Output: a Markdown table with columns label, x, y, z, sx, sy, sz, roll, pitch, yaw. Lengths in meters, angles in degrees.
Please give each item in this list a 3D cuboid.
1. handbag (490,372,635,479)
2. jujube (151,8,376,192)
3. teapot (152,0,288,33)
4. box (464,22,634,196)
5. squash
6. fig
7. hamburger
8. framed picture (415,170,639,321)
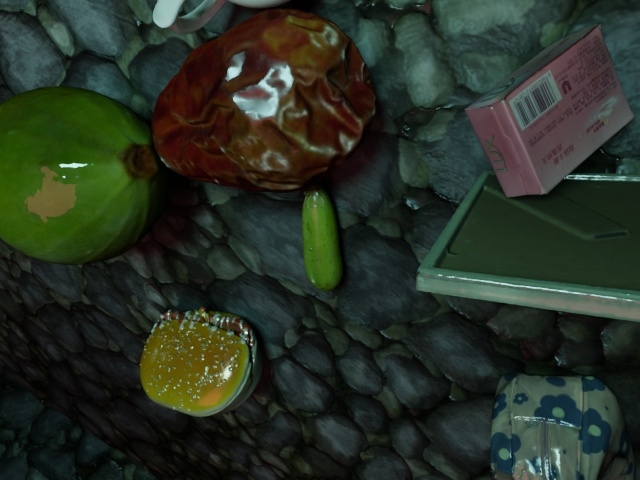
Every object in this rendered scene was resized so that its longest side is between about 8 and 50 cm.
| label | x | y | z | sx | sy | sz | roll | pitch | yaw |
| --- | --- | --- | --- | --- | --- | --- | --- | --- | --- |
| handbag | 0.380 | 0.358 | 0.707 | 0.190 | 0.193 | 0.251 | -10 | 117 | 40 |
| jujube | -0.099 | -0.172 | 0.606 | 0.342 | 0.216 | 0.216 | -1 | 123 | 45 |
| teapot | -0.084 | -0.353 | 0.486 | 0.204 | 0.139 | 0.298 | 38 | 131 | -1 |
| box | 0.236 | -0.130 | 0.463 | 0.111 | 0.156 | 0.060 | 58 | 167 | -15 |
| squash | 0.000 | 0.000 | 0.750 | 0.066 | 0.066 | 0.201 | 9 | 126 | 25 |
| fig | -0.376 | -0.104 | 0.731 | 0.316 | 0.316 | 0.316 | 16 | 129 | 20 |
| hamburger | -0.270 | 0.264 | 1.000 | 0.295 | 0.227 | 0.151 | 3 | 147 | 25 |
| framed picture | 0.247 | -0.017 | 0.421 | 0.241 | 0.324 | 0.020 | 5 | 114 | 26 |
